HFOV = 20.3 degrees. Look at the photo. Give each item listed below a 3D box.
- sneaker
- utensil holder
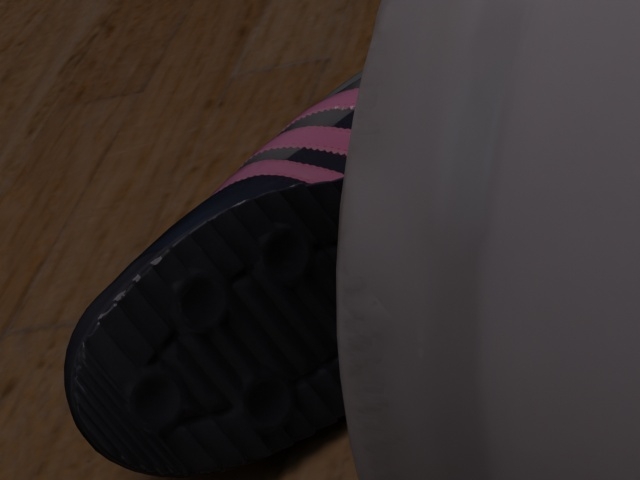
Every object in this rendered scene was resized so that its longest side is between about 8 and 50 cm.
[{"bbox_3d":[0.000,0.000,0.822,0.319,0.112,0.131,-35,16,-29],"label":"sneaker"},{"bbox_3d":[0.254,0.016,0.414,0.385,0.327,0.327,14,44,40],"label":"utensil holder"}]
